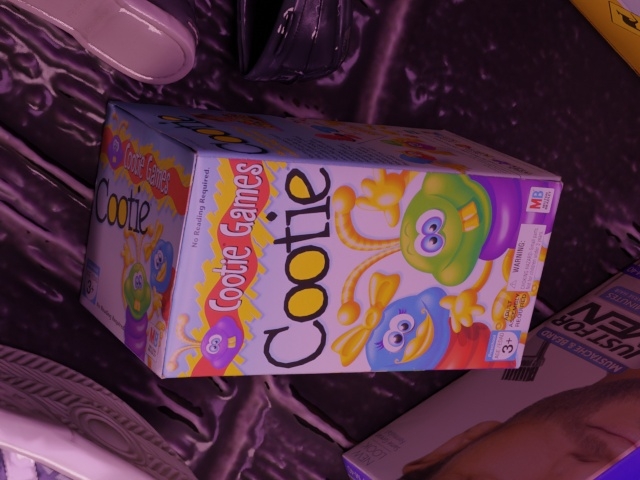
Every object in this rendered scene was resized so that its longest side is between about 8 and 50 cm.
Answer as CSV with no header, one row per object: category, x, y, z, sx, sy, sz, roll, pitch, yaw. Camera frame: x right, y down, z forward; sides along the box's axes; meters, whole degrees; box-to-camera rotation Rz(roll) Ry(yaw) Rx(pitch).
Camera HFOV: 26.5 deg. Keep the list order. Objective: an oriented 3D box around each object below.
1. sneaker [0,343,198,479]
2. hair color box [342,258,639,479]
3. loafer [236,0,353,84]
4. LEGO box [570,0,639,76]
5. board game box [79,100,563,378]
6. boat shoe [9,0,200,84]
sneaker,-0.234,0.141,0.836,0.350,0.131,0.148,29,97,-30
hair color box,0.210,0.153,1.067,0.338,0.185,0.110,-32,121,-19
loafer,-0.021,-0.207,0.862,0.078,0.076,0.223,-16,119,-35
LEGO box,0.306,-0.227,0.878,0.500,0.372,0.193,36,86,-36
board game box,0.000,0.000,0.908,0.275,0.144,0.142,2,106,-32
boat shoe,-0.154,-0.177,0.816,0.206,0.075,0.065,38,42,-30
